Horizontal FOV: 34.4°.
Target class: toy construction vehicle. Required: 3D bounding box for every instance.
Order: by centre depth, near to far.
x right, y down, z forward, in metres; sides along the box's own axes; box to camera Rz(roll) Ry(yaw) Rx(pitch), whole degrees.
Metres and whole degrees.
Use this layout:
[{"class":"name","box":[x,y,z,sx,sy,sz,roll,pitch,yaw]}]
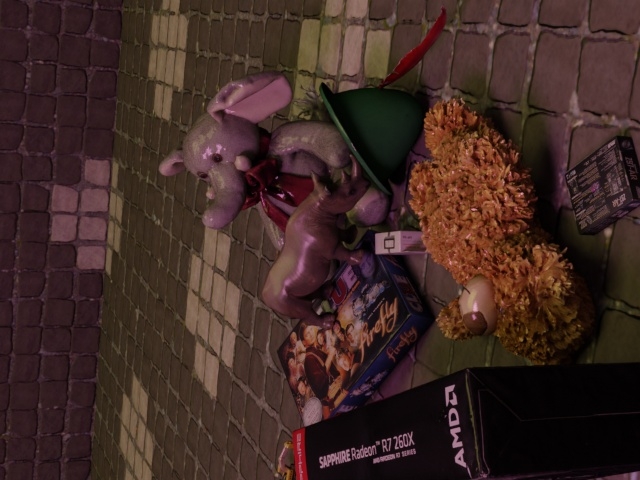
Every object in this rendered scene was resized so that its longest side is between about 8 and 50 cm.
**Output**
[{"class":"toy construction vehicle","box":[-0.041,0.376,1.629,0.086,0.035,0.098,-143,58,-61]}]

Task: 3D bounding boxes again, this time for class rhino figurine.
[{"class":"rhino figurine","box":[0.000,0.000,1.328,0.243,0.106,0.073,-68,27,22]}]

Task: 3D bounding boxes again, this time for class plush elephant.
[{"class":"plush elephant","box":[-0.083,-0.100,1.480,0.272,0.255,0.330,128,137,-54]}]

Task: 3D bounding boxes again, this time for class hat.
[{"class":"hat","box":[0.117,-0.174,1.310,0.173,0.183,0.208,55,-170,-10]}]

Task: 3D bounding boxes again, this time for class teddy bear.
[{"class":"teddy bear","box":[0.163,-0.006,1.099,0.245,0.113,0.338,121,143,-51]}]

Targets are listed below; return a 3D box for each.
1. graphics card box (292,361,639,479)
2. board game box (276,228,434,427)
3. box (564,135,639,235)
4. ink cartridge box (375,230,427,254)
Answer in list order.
[{"class":"graphics card box","box":[0.146,0.192,0.976,0.371,0.233,0.094,144,124,-62]},{"class":"board game box","box":[0.039,0.128,1.376,0.243,0.042,0.165,-55,38,27]},{"class":"box","box":[0.268,-0.051,0.976,0.083,0.018,0.067,134,133,-57]},{"class":"ink cartridge box","box":[0.109,0.003,1.296,0.083,0.048,0.028,175,96,-65]}]
